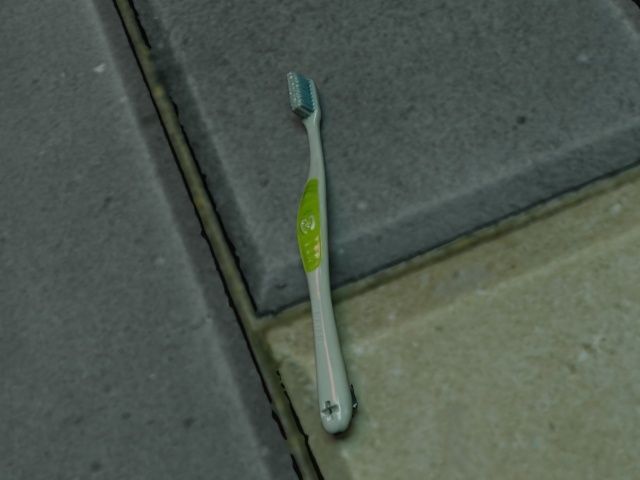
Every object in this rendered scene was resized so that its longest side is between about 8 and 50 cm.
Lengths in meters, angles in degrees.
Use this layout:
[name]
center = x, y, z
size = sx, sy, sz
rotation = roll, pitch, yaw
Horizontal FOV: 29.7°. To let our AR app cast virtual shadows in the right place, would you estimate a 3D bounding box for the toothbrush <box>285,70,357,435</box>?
[toothbrush]
center = 0.000, 0.000, 0.747
size = 0.022, 0.026, 0.263
rotation = -29, 52, 30
